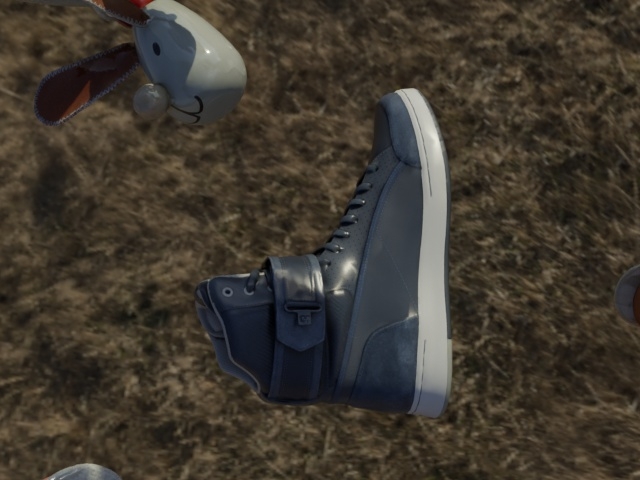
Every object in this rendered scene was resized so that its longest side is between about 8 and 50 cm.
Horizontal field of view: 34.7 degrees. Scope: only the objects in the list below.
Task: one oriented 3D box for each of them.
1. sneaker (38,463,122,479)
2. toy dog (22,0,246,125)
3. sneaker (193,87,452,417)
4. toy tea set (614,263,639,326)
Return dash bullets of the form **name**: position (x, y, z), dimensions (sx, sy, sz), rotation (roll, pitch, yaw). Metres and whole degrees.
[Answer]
- **sneaker**: position (-0.188, 0.167, 0.572), dimensions (0.065, 0.158, 0.061), rotation (-39, 58, 51)
- **toy dog**: position (-0.224, -0.199, 0.787), dimensions (0.334, 0.220, 0.161), rotation (29, 55, 31)
- **sneaker**: position (0.000, 0.000, 0.675), dimensions (0.163, 0.086, 0.226), rotation (3, 72, -6)
- **toy tea set**: position (0.409, -0.046, 0.969), dimensions (0.336, 0.200, 0.124), rotation (-33, 16, 1)
